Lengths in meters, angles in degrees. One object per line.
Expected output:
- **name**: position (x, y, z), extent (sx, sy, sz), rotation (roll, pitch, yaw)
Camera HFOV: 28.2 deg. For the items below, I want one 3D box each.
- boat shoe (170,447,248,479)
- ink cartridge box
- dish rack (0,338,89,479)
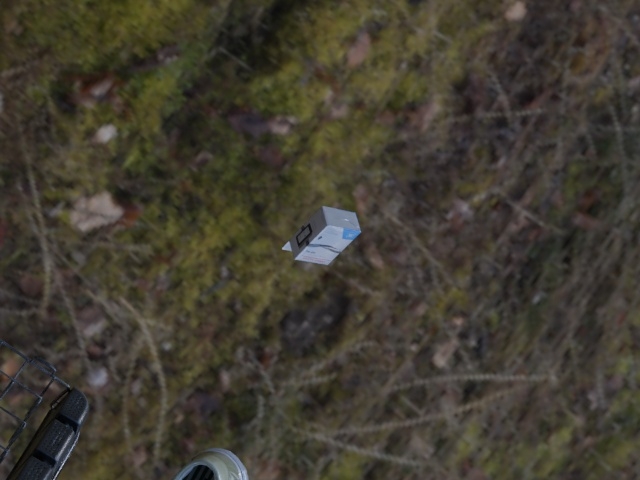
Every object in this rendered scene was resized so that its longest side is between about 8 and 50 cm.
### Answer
- **boat shoe**: position (-0.178, 0.349, 1.317), extent (0.302, 0.109, 0.094), rotation (-64, 161, -4)
- **ink cartridge box**: position (0.000, 0.000, 1.398), extent (0.048, 0.028, 0.083), rotation (11, 139, -35)
- **dish rack**: position (-0.360, 0.155, 1.189), extent (0.074, 0.271, 0.208), rotation (-48, -169, 37)
